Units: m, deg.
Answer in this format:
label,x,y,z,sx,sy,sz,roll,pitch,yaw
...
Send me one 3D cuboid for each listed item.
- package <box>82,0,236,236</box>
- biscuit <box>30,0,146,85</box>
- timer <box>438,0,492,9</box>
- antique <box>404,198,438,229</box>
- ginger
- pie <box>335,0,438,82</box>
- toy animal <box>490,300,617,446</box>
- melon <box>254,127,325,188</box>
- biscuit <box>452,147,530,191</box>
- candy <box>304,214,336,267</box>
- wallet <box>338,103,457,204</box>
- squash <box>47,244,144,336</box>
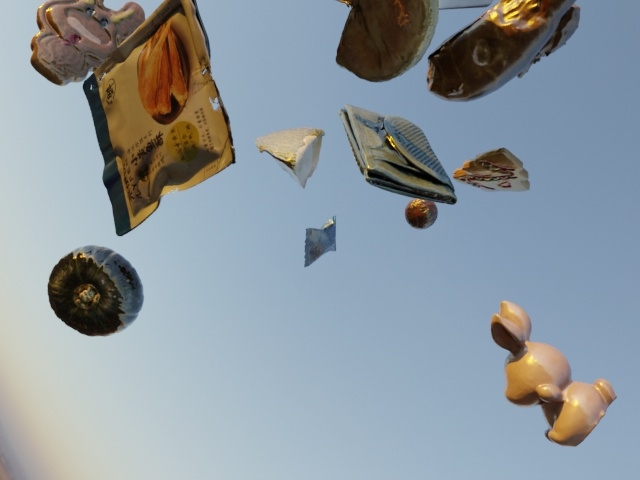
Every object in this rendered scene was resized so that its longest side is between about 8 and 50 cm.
label,x,y,z,sx,sy,sz,roll,pitch,yaw
package,-0.151,-0.110,0.511,0.173,0.027,0.171,-26,-104,31
biscuit,-0.496,-0.446,1.213,0.186,0.295,0.044,34,-33,-23
timer,0.259,-0.621,1.264,0.195,0.192,0.194,30,-51,47
antique,0.301,-0.081,1.704,0.104,0.104,0.104,34,-41,36
ginger,0.459,-0.481,1.429,0.418,0.254,0.176,-36,-109,14
pie,0.127,-0.509,1.240,0.338,0.075,0.337,24,-52,33
toy animal,0.315,0.196,0.846,0.212,0.124,0.124,49,-34,22
melon,-0.049,-0.186,1.173,0.202,0.139,0.093,45,-15,50
biscuit,0.471,-0.182,1.548,0.212,0.041,0.238,12,-15,11
candy,0.000,-0.001,1.272,0.038,0.136,0.088,14,-67,30
wallet,0.182,-0.220,1.363,0.342,0.237,0.075,-102,-148,-51
squash,-0.462,0.105,1.186,0.193,0.156,0.193,0,-90,18
